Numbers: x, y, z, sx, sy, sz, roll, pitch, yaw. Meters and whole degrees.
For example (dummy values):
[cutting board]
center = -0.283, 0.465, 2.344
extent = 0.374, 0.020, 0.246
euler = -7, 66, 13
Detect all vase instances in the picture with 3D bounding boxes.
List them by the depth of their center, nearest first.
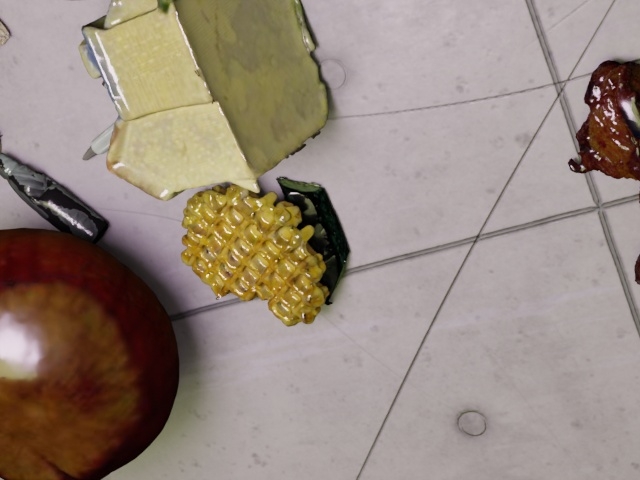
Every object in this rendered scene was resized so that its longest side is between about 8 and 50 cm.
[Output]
[vase]
center = -0.442, -0.068, 1.846
extent = 0.211, 0.060, 0.060
euler = 37, 120, -1

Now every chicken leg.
[chicken leg]
center = 0.434, -0.087, 1.532
extent = 0.177, 0.083, 0.323
euler = -26, 101, 36

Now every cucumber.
[cucumber]
center = 0.000, 0.000, 1.737
extent = 0.070, 0.046, 0.220
euler = -16, 109, 17

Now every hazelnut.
[hazelnut]
center = -0.410, 0.164, 1.744
extent = 0.429, 0.402, 0.402
euler = 36, 121, -17

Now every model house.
[model house]
center = -0.179, -0.230, 1.596
extent = 0.266, 0.261, 0.321
euler = -13, 109, 35

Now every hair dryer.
[hair dryer]
center = -0.301, -0.157, 1.775
extent = 0.155, 0.044, 0.183
euler = 42, 125, -1

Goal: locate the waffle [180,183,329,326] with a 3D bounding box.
[waffle]
center = -0.108, 0.026, 1.754
extent = 0.253, 0.056, 0.249
euler = -6, 115, 36

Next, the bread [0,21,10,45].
[bread]
center = -0.529, -0.320, 1.779
extent = 0.083, 0.035, 0.070
euler = -32, 99, 31

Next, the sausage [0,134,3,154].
[sausage]
center = -0.652, -0.169, 1.868
extent = 0.263, 0.083, 0.083
euler = 14, 117, 13
